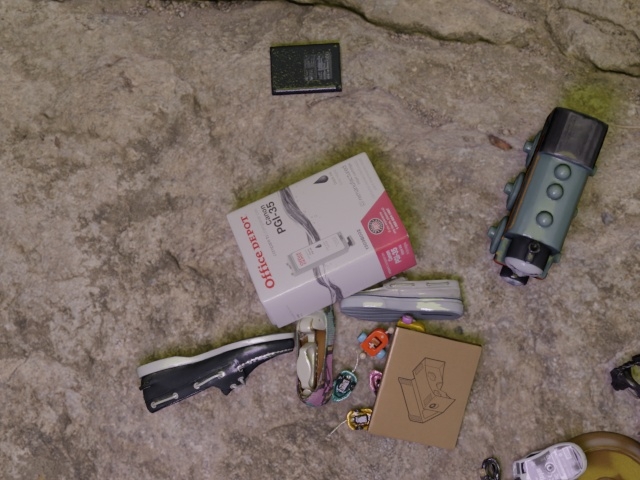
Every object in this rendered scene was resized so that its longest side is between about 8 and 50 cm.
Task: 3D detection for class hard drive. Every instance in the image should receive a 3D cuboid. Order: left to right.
[{"bbox_3d":[-0.029,-0.329,1.864,0.135,0.022,0.094,-3,83,3],"label":"hard drive"}]

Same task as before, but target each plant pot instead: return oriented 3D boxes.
[{"bbox_3d":[0.508,0.460,1.727,0.236,0.032,0.236,0,82,2],"label":"plant pot"}]

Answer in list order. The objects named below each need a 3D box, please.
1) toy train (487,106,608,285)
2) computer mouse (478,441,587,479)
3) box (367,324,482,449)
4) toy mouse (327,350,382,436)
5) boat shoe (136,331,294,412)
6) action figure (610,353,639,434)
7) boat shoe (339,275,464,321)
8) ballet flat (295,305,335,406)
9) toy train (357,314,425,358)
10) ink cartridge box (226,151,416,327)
[{"bbox_3d":[0.402,-0.081,1.724,0.142,0.190,0.333,23,84,6],"label":"toy train"},{"bbox_3d":[0.381,0.413,1.720,0.193,0.042,0.106,-25,76,18],"label":"computer mouse"},{"bbox_3d":[0.187,0.264,1.736,0.165,0.021,0.201,13,98,-8],"label":"box"},{"bbox_3d":[0.078,0.271,1.773,0.161,0.031,0.143,-12,83,7],"label":"toy mouse"},{"bbox_3d":[-0.182,0.237,1.761,0.303,0.114,0.091,-17,81,13],"label":"boat shoe"},{"bbox_3d":[0.616,0.325,1.684,0.164,0.141,0.275,-24,79,-17],"label":"action figure"},{"bbox_3d":[0.148,0.103,1.779,0.226,0.083,0.075,4,66,-5],"label":"boat shoe"},{"bbox_3d":[-0.016,0.189,1.757,0.077,0.079,0.221,-6,77,23],"label":"ballet flat"},{"bbox_3d":[0.157,0.199,1.777,0.166,0.046,0.125,38,113,-3],"label":"toy train"},{"bbox_3d":[0.000,0.000,1.743,0.283,0.117,0.207,-25,60,0],"label":"ink cartridge box"}]
